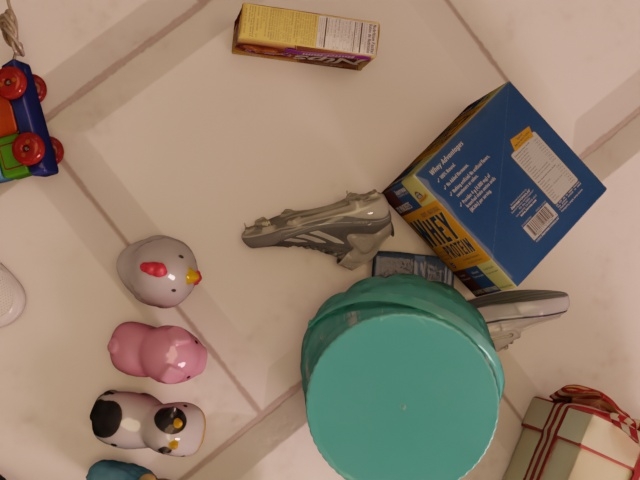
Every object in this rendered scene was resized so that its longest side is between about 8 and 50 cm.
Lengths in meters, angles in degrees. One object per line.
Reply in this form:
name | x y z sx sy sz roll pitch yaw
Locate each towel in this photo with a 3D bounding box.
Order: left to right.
towel | 0.129 0.051 1.621 0.119 0.029 0.067 7 85 -10

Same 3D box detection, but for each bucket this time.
bucket | 0.105 0.186 1.501 0.281 0.183 0.281 0 101 2

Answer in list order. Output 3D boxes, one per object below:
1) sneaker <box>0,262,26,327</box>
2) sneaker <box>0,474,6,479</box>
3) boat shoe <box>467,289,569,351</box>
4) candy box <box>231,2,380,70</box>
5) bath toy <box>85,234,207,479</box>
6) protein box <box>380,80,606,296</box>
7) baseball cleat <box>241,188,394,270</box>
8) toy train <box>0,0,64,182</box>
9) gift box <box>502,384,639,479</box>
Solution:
sneaker | -0.508 0.020 1.449 0.292 0.169 0.108 32 82 -8
sneaker | -0.344 0.401 1.499 0.153 0.101 0.268 -13 59 -43
boat shoe | 0.237 0.120 1.620 0.226 0.083 0.076 -8 100 2
candy box | -0.022 -0.274 1.569 0.186 0.109 0.053 8 87 -10
bath toy | -0.217 0.165 1.512 0.151 0.129 0.348 7 86 -9
protein box | 0.234 -0.067 1.575 0.201 0.136 0.200 47 73 -5
baseball cleat | 0.000 0.000 1.582 0.206 0.072 0.109 -15 110 2
toy train | -0.439 -0.191 1.509 0.143 0.105 0.248 -16 91 4
gift box | 0.396 0.351 1.537 0.255 0.276 0.258 25 83 -13
